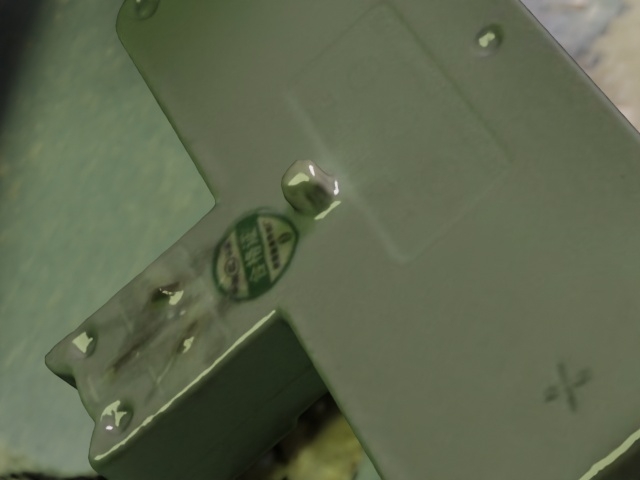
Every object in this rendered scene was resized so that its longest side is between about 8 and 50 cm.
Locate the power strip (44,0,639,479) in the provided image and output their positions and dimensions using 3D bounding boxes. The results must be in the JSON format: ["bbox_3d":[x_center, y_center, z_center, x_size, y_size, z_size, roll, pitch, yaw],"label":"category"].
[{"bbox_3d":[0.000,0.000,0.420,0.145,0.061,0.216,-42,45,9],"label":"power strip"}]
